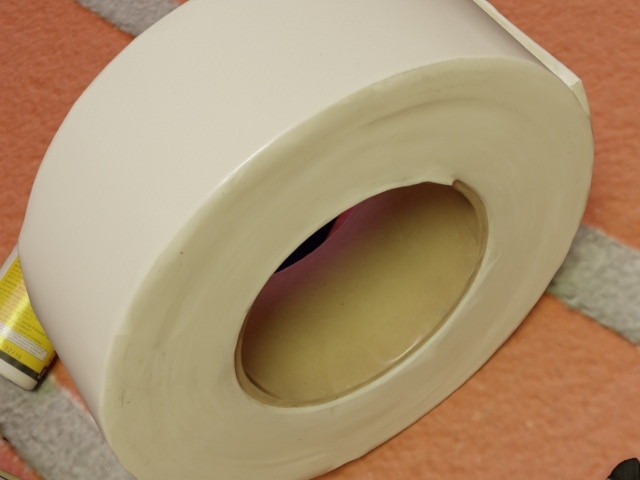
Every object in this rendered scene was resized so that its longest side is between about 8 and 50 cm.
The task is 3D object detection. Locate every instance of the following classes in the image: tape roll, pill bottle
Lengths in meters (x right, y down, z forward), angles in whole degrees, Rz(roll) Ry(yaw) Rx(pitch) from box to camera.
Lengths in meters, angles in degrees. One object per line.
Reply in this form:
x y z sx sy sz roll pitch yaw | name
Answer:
0.000 0.000 0.563 0.286 0.286 0.100 -39 54 -1 | tape roll
-0.194 0.038 0.756 0.065 0.065 0.116 22 73 31 | pill bottle

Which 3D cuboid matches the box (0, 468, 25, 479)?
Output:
-0.292 0.199 0.598 0.214 0.243 0.117 -30 55 6 | box

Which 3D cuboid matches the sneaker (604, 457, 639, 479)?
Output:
0.205 0.147 0.526 0.170 0.063 0.074 9 72 32 | sneaker

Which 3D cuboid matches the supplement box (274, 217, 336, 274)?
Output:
-0.043 -0.019 0.729 0.083 0.056 0.083 19 71 30 | supplement box
